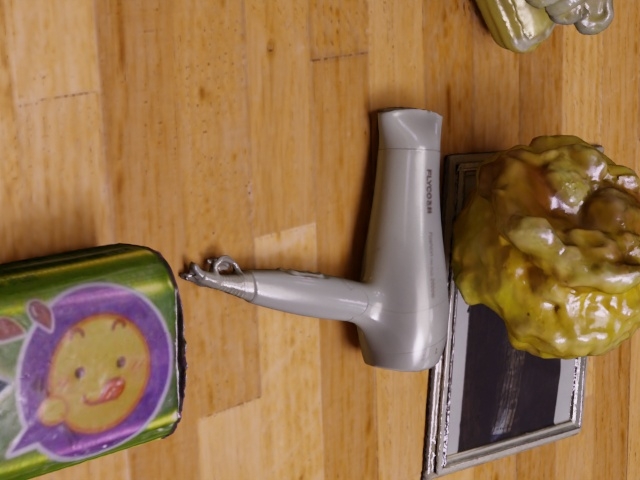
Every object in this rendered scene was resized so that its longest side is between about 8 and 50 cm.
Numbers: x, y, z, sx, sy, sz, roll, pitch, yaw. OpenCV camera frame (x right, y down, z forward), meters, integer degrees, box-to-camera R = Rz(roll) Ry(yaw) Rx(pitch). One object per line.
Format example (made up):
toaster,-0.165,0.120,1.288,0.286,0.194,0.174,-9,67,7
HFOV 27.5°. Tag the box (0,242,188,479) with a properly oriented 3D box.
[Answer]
box,-0.239,0.091,0.736,0.346,0.097,0.134,-10,107,-42

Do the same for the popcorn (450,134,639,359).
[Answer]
popcorn,0.197,-0.003,1.053,0.198,0.197,0.155,-21,142,-39

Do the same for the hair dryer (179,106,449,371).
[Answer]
hair dryer,0.000,0.000,0.986,0.237,0.075,0.206,-2,94,-36

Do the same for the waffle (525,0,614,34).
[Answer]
waffle,0.169,-0.323,1.013,0.309,0.056,0.291,23,67,-49

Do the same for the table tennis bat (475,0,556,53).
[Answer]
table tennis bat,0.093,-0.297,1.003,0.224,0.054,0.368,-56,129,-28

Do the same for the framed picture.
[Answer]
framed picture,0.184,0.062,1.195,0.231,0.018,0.293,-7,105,-43
